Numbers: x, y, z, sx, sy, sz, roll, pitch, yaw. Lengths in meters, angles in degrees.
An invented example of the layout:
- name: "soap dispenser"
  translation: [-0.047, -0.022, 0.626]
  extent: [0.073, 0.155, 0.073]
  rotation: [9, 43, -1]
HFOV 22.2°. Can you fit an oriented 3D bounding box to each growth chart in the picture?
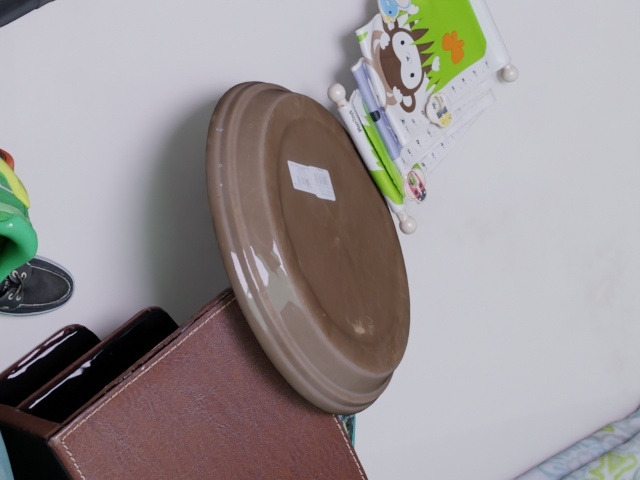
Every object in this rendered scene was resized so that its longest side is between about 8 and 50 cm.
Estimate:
- name: "growth chart"
  translation: [0.090, -0.144, 1.415]
  extent: [0.237, 0.021, 0.172]
  rotation: [-52, 121, -33]

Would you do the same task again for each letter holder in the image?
- name: "letter holder"
  translation: [-0.096, 0.195, 1.278]
  extent: [0.214, 0.152, 0.302]
  rotation: [-39, 115, -27]

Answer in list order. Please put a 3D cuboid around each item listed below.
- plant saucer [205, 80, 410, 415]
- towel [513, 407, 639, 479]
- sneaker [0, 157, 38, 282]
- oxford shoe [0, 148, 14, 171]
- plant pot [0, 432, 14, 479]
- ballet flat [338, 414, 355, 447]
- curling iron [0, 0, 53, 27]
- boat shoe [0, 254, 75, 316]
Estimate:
- name: "plant saucer"
  translation: [0.000, 0.000, 1.289]
  extent: [0.278, 0.041, 0.278]
  rotation: [44, 35, -43]
- name: "towel"
  translation: [0.264, 0.365, 1.581]
  extent: [0.374, 0.090, 0.321]
  rotation: [-24, 109, -30]
- name: "sneaker"
  translation: [-0.304, 0.057, 1.037]
  extent: [0.295, 0.123, 0.109]
  rotation: [-44, 134, -5]
- name: "oxford shoe"
  translation: [-0.333, 0.013, 1.139]
  extent: [0.271, 0.097, 0.098]
  rotation: [-27, 125, -22]
- name: "plant pot"
  translation: [-0.301, 0.229, 1.140]
  extent: [0.165, 0.165, 0.234]
  rotation: [5, 85, -35]
- name: "ballet flat"
  translation: [0.003, 0.132, 1.393]
  extent: [0.070, 0.070, 0.188]
  rotation: [5, 89, -35]
- name: "curling iron"
  translation: [-0.214, -0.204, 1.218]
  extent: [0.274, 0.035, 0.068]
  rotation: [-42, 113, -24]
- name: "boat shoe"
  translation: [-0.244, 0.032, 1.221]
  extent: [0.142, 0.040, 0.049]
  rotation: [8, 91, -35]
